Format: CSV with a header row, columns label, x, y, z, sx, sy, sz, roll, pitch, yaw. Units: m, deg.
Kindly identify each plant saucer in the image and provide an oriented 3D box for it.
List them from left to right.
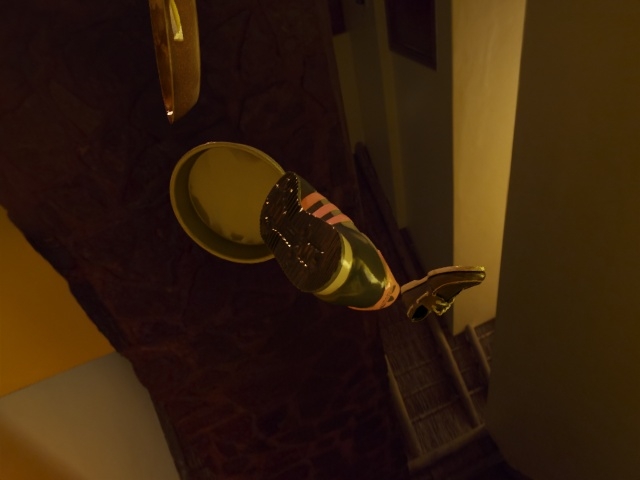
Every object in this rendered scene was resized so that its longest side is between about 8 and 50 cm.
label,x,y,z,sx,sy,sz,roll,pitch,yaw
plant saucer,-0.131,-0.191,0.384,0.029,0.169,0.168,-9,-145,-22

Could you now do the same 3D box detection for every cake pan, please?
label,x,y,z,sx,sy,sz,roll,pitch,yaw
cake pan,-0.183,-0.083,0.951,0.292,0.294,0.054,-3,-149,14

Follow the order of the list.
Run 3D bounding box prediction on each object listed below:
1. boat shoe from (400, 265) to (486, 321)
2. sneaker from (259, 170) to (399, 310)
label,x,y,z,sx,sy,sz,roll,pitch,yaw
boat shoe,0.191,0.086,0.678,0.075,0.206,0.065,3,-108,-16
sneaker,0.000,0.000,0.629,0.112,0.131,0.319,-54,-149,14
